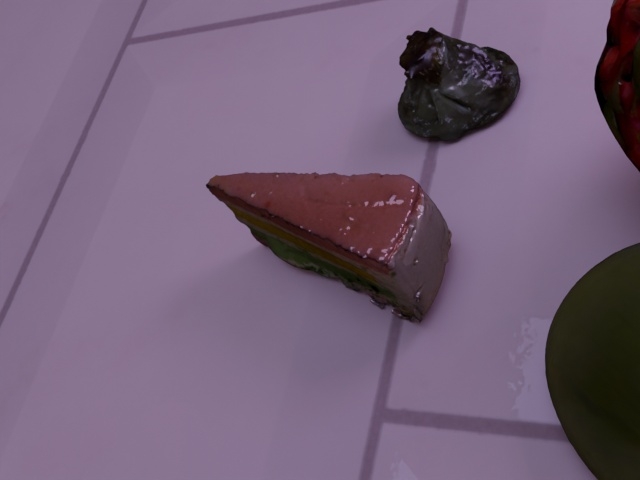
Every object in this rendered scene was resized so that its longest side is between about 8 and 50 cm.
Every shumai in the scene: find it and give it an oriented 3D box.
[{"bbox_3d":[0.123,-0.162,0.757,0.123,0.087,0.099,-24,50,12],"label":"shumai"}]

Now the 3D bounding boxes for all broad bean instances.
[{"bbox_3d":[0.246,0.098,0.483,0.263,0.121,0.189,40,112,43],"label":"broad bean"}]

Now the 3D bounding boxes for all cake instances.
[{"bbox_3d":[0.011,-0.018,0.708,0.225,0.109,0.090,22,72,37],"label":"cake"}]

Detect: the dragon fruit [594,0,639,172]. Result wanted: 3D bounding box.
[{"bbox_3d":[0.326,-0.094,0.502,0.231,0.237,0.303,-40,70,-3],"label":"dragon fruit"}]
